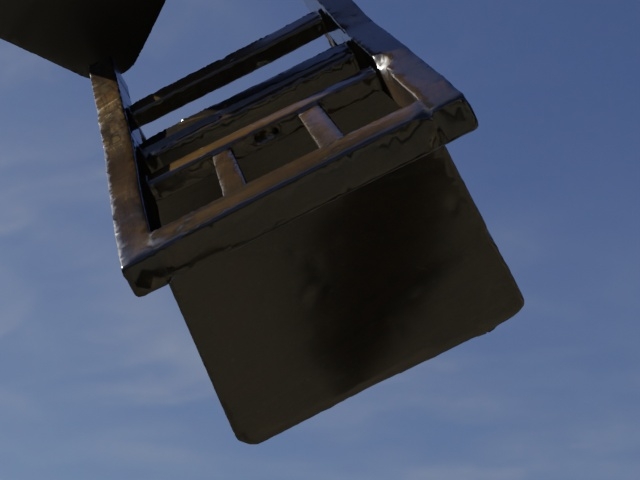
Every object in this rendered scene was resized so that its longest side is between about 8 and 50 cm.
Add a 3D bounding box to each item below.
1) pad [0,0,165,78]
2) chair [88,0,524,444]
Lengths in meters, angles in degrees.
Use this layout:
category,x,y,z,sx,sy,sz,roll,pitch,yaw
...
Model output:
category,x,y,z,sx,sy,sz,roll,pitch,yaw
pad,-0.167,-0.261,1.012,0.181,0.267,0.004,25,11,-19
chair,0.000,0.000,0.857,0.203,0.416,0.240,-26,-67,-1
